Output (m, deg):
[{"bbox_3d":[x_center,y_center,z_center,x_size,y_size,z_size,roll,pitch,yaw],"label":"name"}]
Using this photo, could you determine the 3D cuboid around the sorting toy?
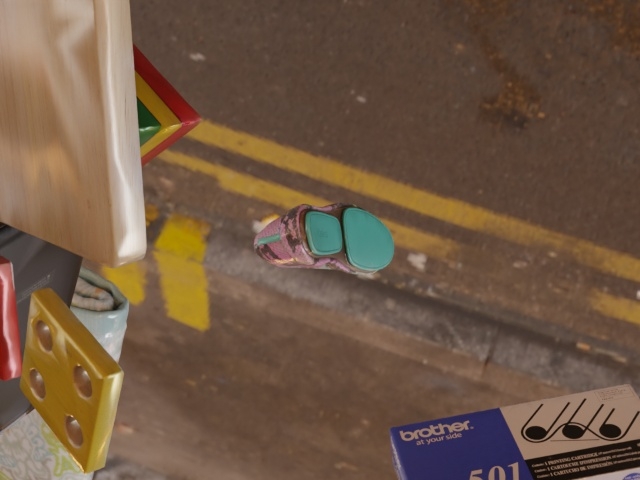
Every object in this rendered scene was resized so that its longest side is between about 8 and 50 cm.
[{"bbox_3d":[-0.089,-0.064,0.353,0.132,0.046,0.274,17,115,45],"label":"sorting toy"}]

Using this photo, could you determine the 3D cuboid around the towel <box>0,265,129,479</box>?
[{"bbox_3d":[-0.418,0.128,1.314,0.374,0.090,0.320,26,123,15],"label":"towel"}]

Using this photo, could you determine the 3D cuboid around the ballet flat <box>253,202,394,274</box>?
[{"bbox_3d":[0.000,0.000,1.102,0.079,0.077,0.221,-8,175,26],"label":"ballet flat"}]

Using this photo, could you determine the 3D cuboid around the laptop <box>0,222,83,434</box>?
[{"bbox_3d":[-0.397,0.111,0.739,0.236,0.382,0.408,36,131,12],"label":"laptop"}]

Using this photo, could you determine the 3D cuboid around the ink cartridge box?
[{"bbox_3d":[0.166,0.177,0.851,0.207,0.097,0.046,-10,121,-5],"label":"ink cartridge box"}]
